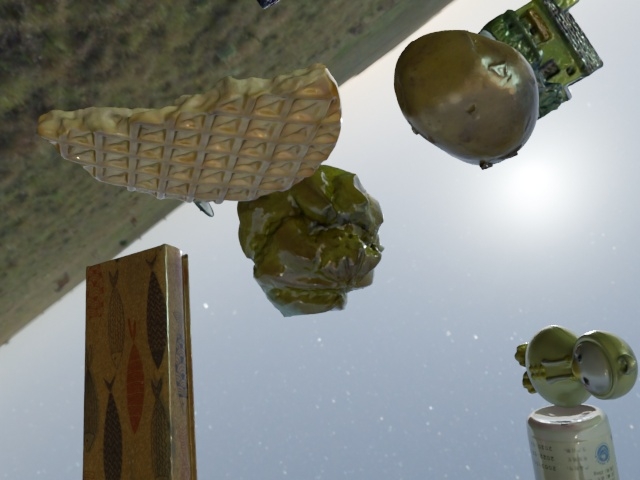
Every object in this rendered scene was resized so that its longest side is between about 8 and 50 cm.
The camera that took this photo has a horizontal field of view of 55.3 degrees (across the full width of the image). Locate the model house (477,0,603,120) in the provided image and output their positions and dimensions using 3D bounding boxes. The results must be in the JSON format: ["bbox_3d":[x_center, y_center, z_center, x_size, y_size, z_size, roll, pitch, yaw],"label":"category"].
[{"bbox_3d":[0.405,-0.340,1.093,0.211,0.194,0.170,-34,180,-4],"label":"model house"}]

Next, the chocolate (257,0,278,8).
[{"bbox_3d":[-0.021,-0.334,0.709,0.147,0.072,0.070,-29,-169,21],"label":"chocolate"}]

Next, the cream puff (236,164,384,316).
[{"bbox_3d":[0.000,0.000,1.417,0.378,0.378,0.275,-40,-159,-15],"label":"cream puff"}]

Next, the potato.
[{"bbox_3d":[0.164,-0.154,0.666,0.137,0.176,0.137,-27,-126,45],"label":"potato"}]

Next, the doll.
[{"bbox_3d":[0.418,0.206,1.011,0.117,0.141,0.296,-6,167,-4],"label":"doll"}]

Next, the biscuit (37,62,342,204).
[{"bbox_3d":[-0.119,-0.095,0.661,0.309,0.040,0.204,-7,156,12],"label":"biscuit"}]

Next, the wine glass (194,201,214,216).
[{"bbox_3d":[-0.099,-0.100,0.784,0.155,0.073,0.073,-36,-169,7],"label":"wine glass"}]

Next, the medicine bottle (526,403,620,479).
[{"bbox_3d":[0.540,0.507,1.290,0.170,0.293,0.170,-8,180,0],"label":"medicine bottle"}]

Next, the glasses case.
[{"bbox_3d":[-0.105,0.092,0.368,0.064,0.170,0.041,-16,157,21],"label":"glasses case"}]
